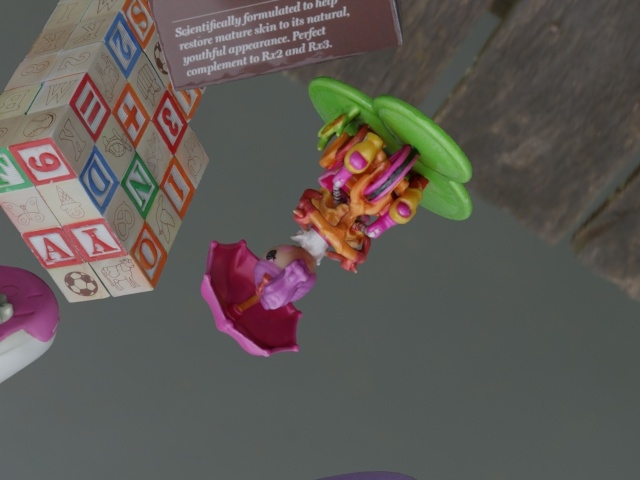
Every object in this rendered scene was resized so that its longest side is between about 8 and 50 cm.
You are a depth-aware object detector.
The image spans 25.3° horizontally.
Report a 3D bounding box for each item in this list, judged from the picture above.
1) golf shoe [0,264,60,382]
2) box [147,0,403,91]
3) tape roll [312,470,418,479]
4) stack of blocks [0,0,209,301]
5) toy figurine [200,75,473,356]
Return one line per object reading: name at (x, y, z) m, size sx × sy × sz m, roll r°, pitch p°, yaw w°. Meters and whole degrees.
golf shoe at (-0.301, 0.113, 0.880) m, size 0.115 × 0.306 × 0.140 m, roll -127°, pitch 19°, yaw -50°
box at (-0.038, -0.231, 1.020) m, size 0.168 × 0.203 × 0.167 m, roll -10°, pitch 116°, yaw 7°
tape roll at (-0.027, 0.291, 1.181) m, size 0.275 × 0.275 × 0.090 m, roll -14°, pitch 100°, yaw 40°
stack of blocks at (-0.176, -0.113, 1.248) m, size 0.087 × 0.297 × 0.171 m, roll -9°, pitch 130°, yaw 26°
toy figurine at (0.000, 0.000, 0.855) m, size 0.130 × 0.159 × 0.173 m, roll 42°, pitch 171°, yaw -10°
